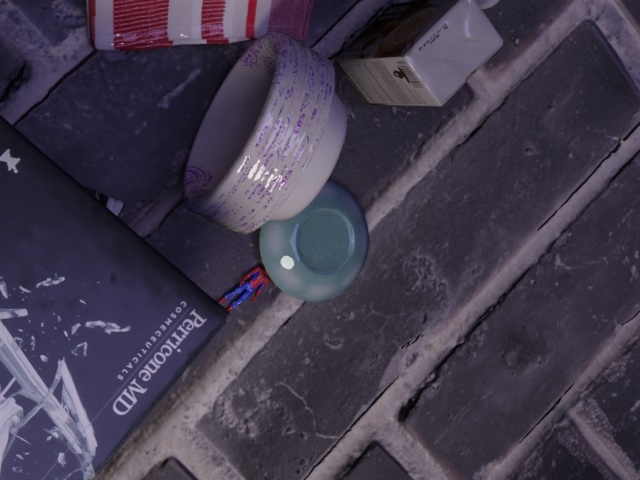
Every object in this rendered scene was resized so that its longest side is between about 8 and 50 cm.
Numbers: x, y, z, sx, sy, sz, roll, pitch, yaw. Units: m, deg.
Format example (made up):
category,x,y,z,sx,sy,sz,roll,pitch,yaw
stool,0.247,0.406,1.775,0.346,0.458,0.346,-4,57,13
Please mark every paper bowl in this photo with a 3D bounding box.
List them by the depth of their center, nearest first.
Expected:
category,x,y,z,sx,sy,sz,roll,pitch,yaw
paper bowl,-0.069,-0.142,1.790,0.148,0.284,0.284,27,85,-23

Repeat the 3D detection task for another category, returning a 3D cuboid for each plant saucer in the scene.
category,x,y,z,sx,sy,sz,roll,pitch,yaw
plant saucer,0.000,0.000,1.954,0.195,0.037,0.195,-1,92,-29

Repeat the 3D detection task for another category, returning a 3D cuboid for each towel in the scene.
category,x,y,z,sx,sy,sz,roll,pitch,yaw
towel,-0.163,-0.369,1.765,0.329,0.037,0.237,-6,140,-13

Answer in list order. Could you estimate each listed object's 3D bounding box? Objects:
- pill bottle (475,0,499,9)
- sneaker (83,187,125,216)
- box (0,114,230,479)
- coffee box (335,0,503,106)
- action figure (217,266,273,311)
category,x,y,z,sx,sy,sz,roll,pitch,yaw
pill bottle,0.263,-0.465,1.967,0.146,0.146,0.264,44,79,-20
sneaker,-0.360,0.003,1.813,0.077,0.072,0.178,32,75,-10
box,-0.459,0.128,1.588,0.472,0.297,0.480,41,75,-8
coffee box,0.143,-0.282,1.882,0.141,0.246,0.098,-44,110,-12
action figure,-0.114,0.076,1.933,0.115,0.030,0.038,-41,105,-16
